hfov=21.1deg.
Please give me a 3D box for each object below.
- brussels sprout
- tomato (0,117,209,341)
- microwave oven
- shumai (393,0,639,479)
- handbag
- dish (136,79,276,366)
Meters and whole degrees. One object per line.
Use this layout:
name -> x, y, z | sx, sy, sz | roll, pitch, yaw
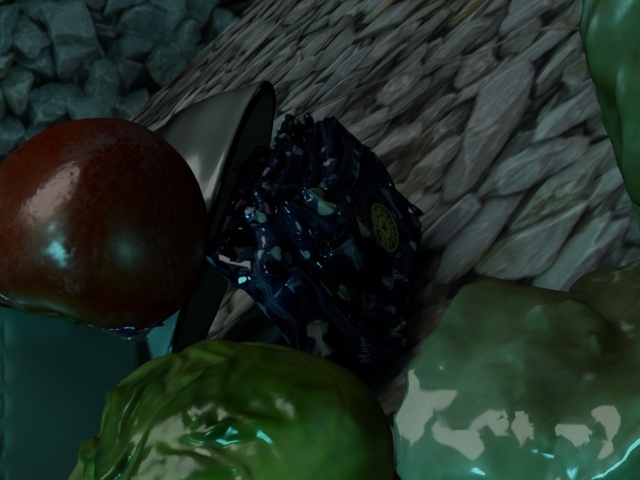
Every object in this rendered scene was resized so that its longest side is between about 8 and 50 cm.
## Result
brussels sprout -> -0.053, 0.155, 1.016 | 0.223, 0.161, 0.223 | -20, 38, 16
tomato -> -0.155, -0.011, 1.196 | 0.167, 0.167, 0.167 | -39, 16, 14
microwave oven -> -0.286, 0.188, 1.289 | 0.295, 0.181, 0.238 | -26, 60, 47
shumai -> 0.196, 0.051, 0.573 | 0.288, 0.330, 0.292 | -61, -23, 4
handbag -> 0.000, 0.000, 1.264 | 0.113, 0.162, 0.260 | -36, 15, 21
dish -> -0.131, 0.005, 1.405 | 0.316, 0.106, 0.316 | 19, -90, -88
